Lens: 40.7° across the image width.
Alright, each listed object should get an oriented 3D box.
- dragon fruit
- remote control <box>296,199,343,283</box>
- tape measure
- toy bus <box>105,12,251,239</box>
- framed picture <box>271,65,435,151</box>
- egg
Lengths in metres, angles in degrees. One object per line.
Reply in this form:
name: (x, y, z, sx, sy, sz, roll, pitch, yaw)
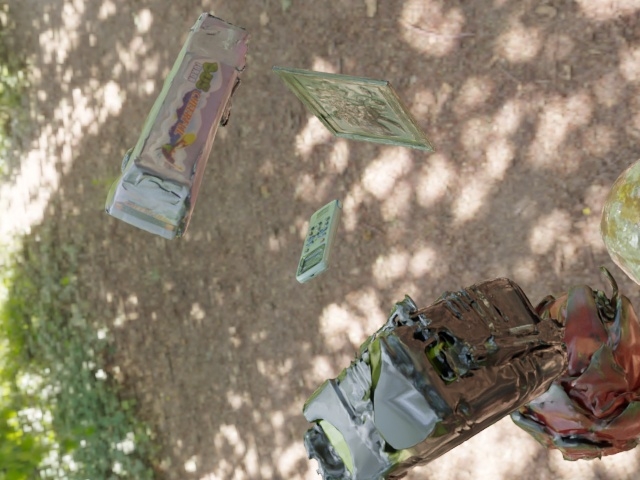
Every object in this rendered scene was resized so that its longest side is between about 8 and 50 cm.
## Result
dragon fruit: (0.291, 0.148, 0.973, 0.182, 0.182, 0.189, 121, 145, -48)
remote control: (0.000, 0.000, 1.055, 0.053, 0.018, 0.124, -31, 29, 34)
tape measure: (0.094, 0.108, 0.682, 0.112, 0.186, 0.199, 61, 144, 17)
toy bus: (-0.175, -0.162, 1.136, 0.138, 0.112, 0.317, 126, 162, -53)
framed picture: (0.051, -0.181, 1.201, 0.173, 0.231, 0.010, 12, 79, 26)
egg: (0.463, -0.029, 1.090, 0.245, 0.203, 0.203, 164, 98, -66)
